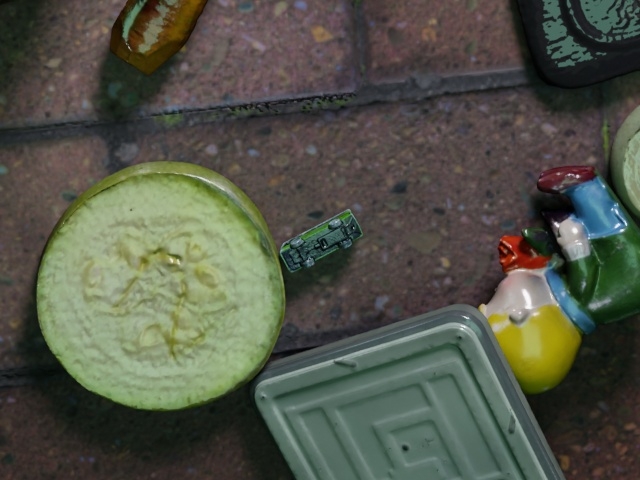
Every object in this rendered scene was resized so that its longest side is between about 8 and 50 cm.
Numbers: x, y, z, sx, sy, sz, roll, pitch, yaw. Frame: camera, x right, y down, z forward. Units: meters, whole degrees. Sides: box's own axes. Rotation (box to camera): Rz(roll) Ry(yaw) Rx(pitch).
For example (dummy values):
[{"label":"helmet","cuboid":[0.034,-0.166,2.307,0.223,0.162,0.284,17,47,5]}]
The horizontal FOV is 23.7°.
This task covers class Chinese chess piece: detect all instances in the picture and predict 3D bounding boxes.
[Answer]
[{"label":"Chinese chess piece","cuboid":[0.364,-0.079,1.534,0.144,0.058,0.144,-1,103,-4]}]

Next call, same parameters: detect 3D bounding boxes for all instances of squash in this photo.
[{"label":"squash","cuboid":[-0.161,0.048,1.526,0.252,0.049,0.252,-1,104,-4]}]

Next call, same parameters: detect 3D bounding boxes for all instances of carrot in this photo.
[{"label":"carrot","cuboid":[-0.119,-0.279,1.443,0.070,0.070,0.260,27,98,-11]}]

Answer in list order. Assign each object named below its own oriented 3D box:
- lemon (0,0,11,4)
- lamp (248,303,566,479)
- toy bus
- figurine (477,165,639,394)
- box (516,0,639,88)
[{"label":"lemon","cuboid":[-0.310,-0.339,1.299,0.297,0.297,0.297,-1,104,-5]},{"label":"lamp","cuboid":[0.093,0.212,1.538,0.267,0.047,0.269,-21,107,26]},{"label":"toy bus","cuboid":[0.000,0.000,1.534,0.083,0.037,0.031,-27,105,3]},{"label":"figurine","cuboid":[0.216,0.047,1.525,0.234,0.127,0.185,-34,101,16]},{"label":"box","cuboid":[0.295,-0.263,1.492,0.213,0.042,0.201,-17,106,0]}]
